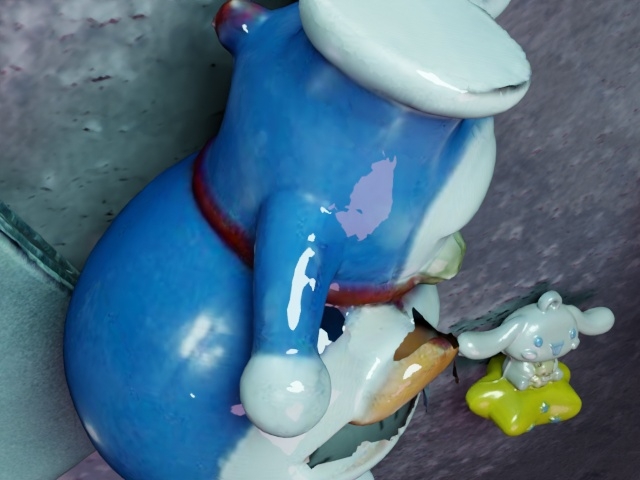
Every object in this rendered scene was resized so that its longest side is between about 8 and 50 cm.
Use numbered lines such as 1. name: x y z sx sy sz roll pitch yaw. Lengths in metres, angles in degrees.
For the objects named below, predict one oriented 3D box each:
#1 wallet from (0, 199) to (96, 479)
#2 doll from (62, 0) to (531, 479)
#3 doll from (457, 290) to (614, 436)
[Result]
1. wallet: -0.218 0.079 0.481 0.251 0.054 0.290 -35 147 -1
2. doll: 0.000 0.000 0.429 0.256 0.161 0.215 -60 -178 37
3. doll: 0.166 0.083 0.809 0.135 0.071 0.113 -29 131 -13
